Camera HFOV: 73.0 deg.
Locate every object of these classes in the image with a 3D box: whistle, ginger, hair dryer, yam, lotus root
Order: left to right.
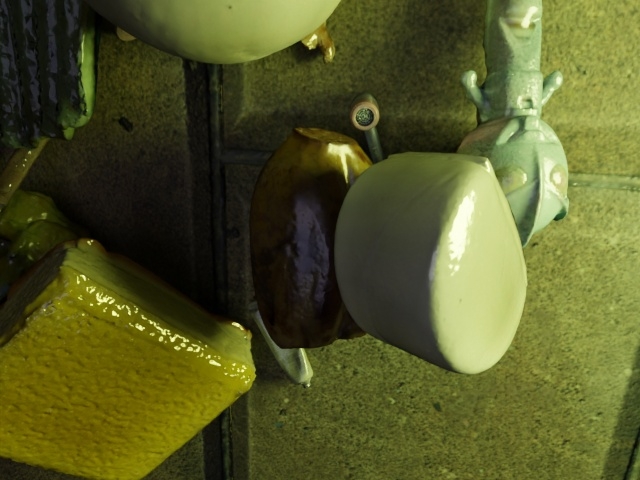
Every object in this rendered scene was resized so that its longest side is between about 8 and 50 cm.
[{"bbox_3d":[-0.448,-0.114,0.645,0.032,0.145,0.032,9,152,5],"label":"yam"},{"bbox_3d":[-0.012,-0.274,0.558,0.048,0.030,0.097,-17,102,-13],"label":"ginger"},{"bbox_3d":[0.008,0.001,0.561,0.194,0.193,0.290,0,104,11],"label":"lotus root"},{"bbox_3d":[0.069,-0.133,0.573,0.037,0.063,0.114,-14,118,13],"label":"hair dryer"},{"bbox_3d":[0.221,-0.133,0.514,0.143,0.134,0.345,0,97,14],"label":"whistle"}]

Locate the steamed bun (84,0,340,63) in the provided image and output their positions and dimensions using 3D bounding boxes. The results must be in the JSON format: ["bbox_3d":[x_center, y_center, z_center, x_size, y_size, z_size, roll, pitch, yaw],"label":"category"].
[{"bbox_3d":[-0.115,-0.337,0.439,0.325,0.206,0.323,2,83,-13],"label":"steamed bun"}]

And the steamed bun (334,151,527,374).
[{"bbox_3d":[0.116,0.038,0.462,0.146,0.164,0.241,15,151,44],"label":"steamed bun"}]

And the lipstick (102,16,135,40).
[{"bbox_3d":[-0.336,-0.381,0.567,0.254,0.070,0.070,44,109,-4],"label":"lipstick"}]

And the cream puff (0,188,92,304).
[{"bbox_3d":[-0.494,0.051,0.668,0.282,0.185,0.281,4,110,11],"label":"cream puff"}]

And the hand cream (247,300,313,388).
[{"bbox_3d":[-0.059,0.166,0.702,0.057,0.037,0.165,-27,92,17],"label":"hand cream"}]

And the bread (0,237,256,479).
[{"bbox_3d":[-0.310,0.194,0.626,0.324,0.143,0.333,-40,125,10],"label":"bread"}]

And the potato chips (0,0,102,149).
[{"bbox_3d":[-0.417,-0.323,0.536,0.359,0.070,0.428,10,113,17],"label":"potato chips"}]
